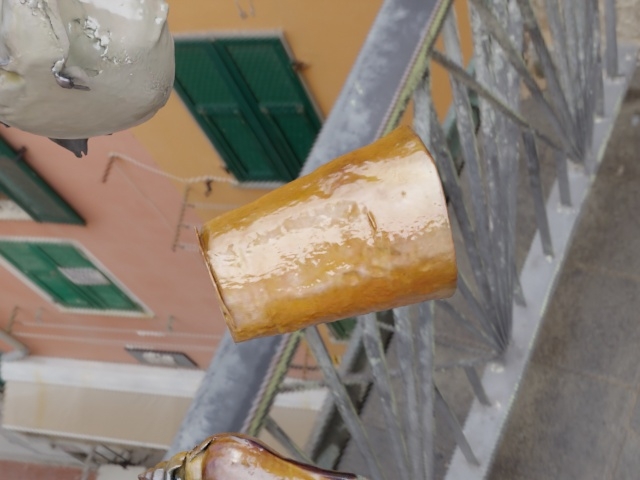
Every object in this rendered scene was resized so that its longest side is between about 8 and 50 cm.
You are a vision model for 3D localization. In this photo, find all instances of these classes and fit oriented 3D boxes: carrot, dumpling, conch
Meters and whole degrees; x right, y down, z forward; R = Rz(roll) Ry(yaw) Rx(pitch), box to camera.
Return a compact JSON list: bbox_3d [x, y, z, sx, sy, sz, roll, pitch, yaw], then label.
[{"bbox_3d":[0.000,0.000,1.068,0.254,0.196,0.196,-16,58,-3],"label":"carrot"},{"bbox_3d":[-0.197,-0.171,0.736,0.163,0.293,0.204,-22,89,-1],"label":"dumpling"},{"bbox_3d":[-0.068,0.215,0.934,0.232,0.086,0.080,-18,78,35],"label":"conch"}]
